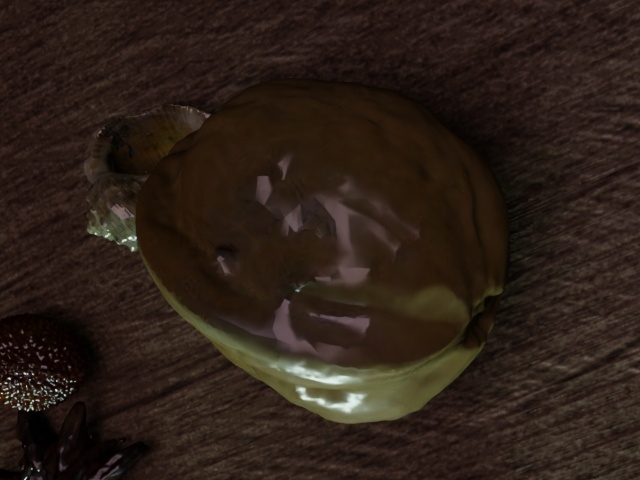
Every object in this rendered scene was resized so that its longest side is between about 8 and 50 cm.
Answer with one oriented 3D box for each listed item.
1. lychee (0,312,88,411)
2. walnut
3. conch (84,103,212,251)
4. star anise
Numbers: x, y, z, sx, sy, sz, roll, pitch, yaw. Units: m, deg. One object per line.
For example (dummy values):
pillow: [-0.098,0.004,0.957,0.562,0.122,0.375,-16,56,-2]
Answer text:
lychee: [-0.344,0.146,1.762,0.129,0.123,0.123,-6,93,25]
walnut: [0.010,0.011,1.501,0.384,0.383,0.383,2,96,22]
conch: [-0.193,-0.079,1.672,0.207,0.130,0.155,-37,95,11]
star anise: [-0.310,0.325,1.778,0.272,0.102,0.272,4,100,23]
